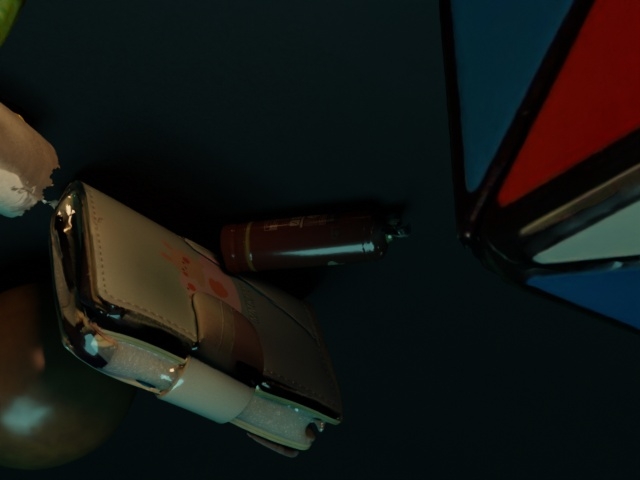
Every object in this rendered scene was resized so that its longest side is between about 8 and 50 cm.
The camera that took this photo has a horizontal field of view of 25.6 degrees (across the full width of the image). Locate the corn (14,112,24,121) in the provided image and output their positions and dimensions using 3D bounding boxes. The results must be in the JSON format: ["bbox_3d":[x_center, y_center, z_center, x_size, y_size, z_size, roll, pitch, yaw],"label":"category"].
[{"bbox_3d":[-0.320,-0.031,1.084,0.244,0.093,0.093,-20,138,30],"label":"corn"}]

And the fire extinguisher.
[{"bbox_3d":[0.000,0.000,1.138,0.158,0.043,0.064,-5,173,13],"label":"fire extinguisher"}]

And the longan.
[{"bbox_3d":[-0.233,0.113,1.235,0.204,0.159,0.185,-27,171,-22],"label":"longan"}]

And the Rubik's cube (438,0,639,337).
[{"bbox_3d":[0.233,-0.099,0.773,0.250,0.248,0.246,21,143,-37],"label":"Rubik's cube"}]

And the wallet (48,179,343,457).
[{"bbox_3d":[-0.100,0.062,1.127,0.250,0.176,0.075,30,116,-32],"label":"wallet"}]

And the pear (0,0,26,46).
[{"bbox_3d":[-0.319,-0.236,0.730,0.399,0.165,0.399,4,146,3],"label":"pear"}]

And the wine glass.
[{"bbox_3d":[-0.242,-0.086,0.730,0.074,0.074,0.262,-22,141,32],"label":"wine glass"}]
